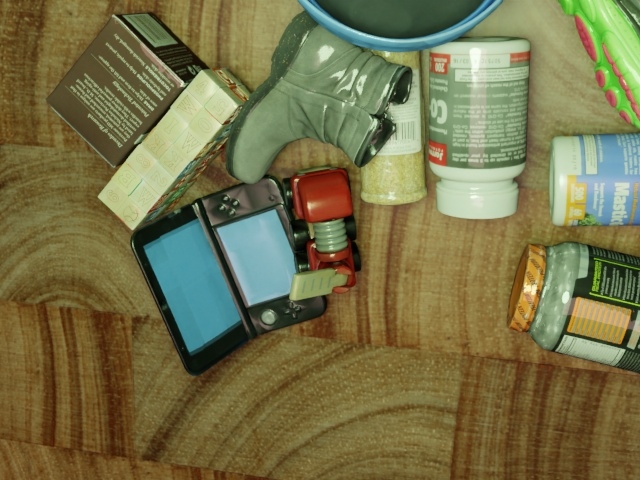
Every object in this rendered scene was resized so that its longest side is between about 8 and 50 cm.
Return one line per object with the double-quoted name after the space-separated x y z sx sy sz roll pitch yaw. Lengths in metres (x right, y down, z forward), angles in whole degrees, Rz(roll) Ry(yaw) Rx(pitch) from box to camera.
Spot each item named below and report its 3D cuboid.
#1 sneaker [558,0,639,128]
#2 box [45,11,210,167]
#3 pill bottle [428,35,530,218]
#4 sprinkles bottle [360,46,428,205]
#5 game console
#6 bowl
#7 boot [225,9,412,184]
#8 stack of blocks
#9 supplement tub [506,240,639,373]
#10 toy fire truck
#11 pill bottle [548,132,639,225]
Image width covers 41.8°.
0.482 -0.407 1.285 0.202 0.185 0.483 -27 104 -1 "sneaker"
-0.328 -0.268 1.466 0.167 0.168 0.203 44 110 -4 "box"
0.259 -0.187 1.380 0.161 0.161 0.283 2 107 11 "pill bottle"
0.114 -0.243 1.412 0.121 0.121 0.355 -1 107 11 "sprinkles bottle"
-0.160 0.063 1.534 0.250 0.173 0.293 -18 103 16 "game console"
0.122 -0.471 1.280 0.391 0.077 0.391 0 79 2 "bowl"
-0.010 -0.182 1.369 0.222 0.118 0.338 39 123 15 "boot"
-0.241 -0.166 1.478 0.087 0.171 0.297 44 109 0 "stack of blocks"
0.487 0.114 1.412 0.316 0.193 0.194 15 109 7 "supplement tub"
0.000 0.000 1.423 0.158 0.246 0.217 -10 106 -8 "toy fire truck"
0.515 -0.099 1.362 0.272 0.152 0.152 0 107 12 "pill bottle"
